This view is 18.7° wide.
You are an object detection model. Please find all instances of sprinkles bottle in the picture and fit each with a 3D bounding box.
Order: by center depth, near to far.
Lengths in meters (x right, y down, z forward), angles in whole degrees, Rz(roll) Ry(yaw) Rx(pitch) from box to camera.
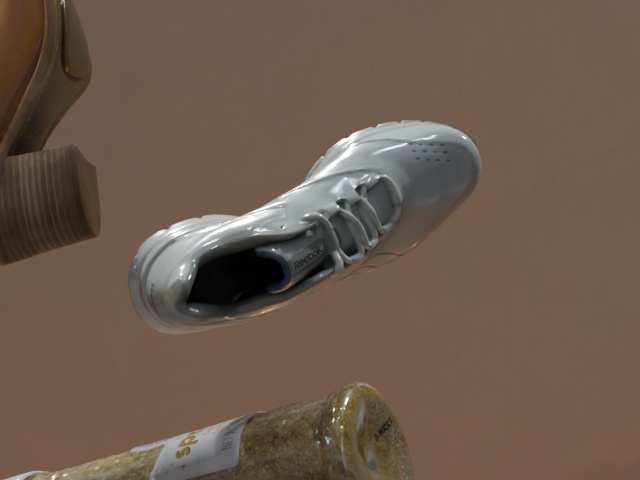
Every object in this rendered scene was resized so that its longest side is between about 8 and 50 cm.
[{"bbox_3d":[-0.105,0.209,1.517,0.355,0.121,0.121,-18,-66,25],"label":"sprinkles bottle"}]

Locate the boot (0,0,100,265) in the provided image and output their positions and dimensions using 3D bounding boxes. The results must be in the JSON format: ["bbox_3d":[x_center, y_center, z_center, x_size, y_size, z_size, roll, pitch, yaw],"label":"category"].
[{"bbox_3d":[-0.290,-0.103,1.511,0.220,0.109,0.283,-9,-108,6],"label":"boot"}]

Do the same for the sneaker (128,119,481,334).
[{"bbox_3d":[0.000,0.000,1.506,0.297,0.129,0.111,-28,-77,-10],"label":"sneaker"}]
